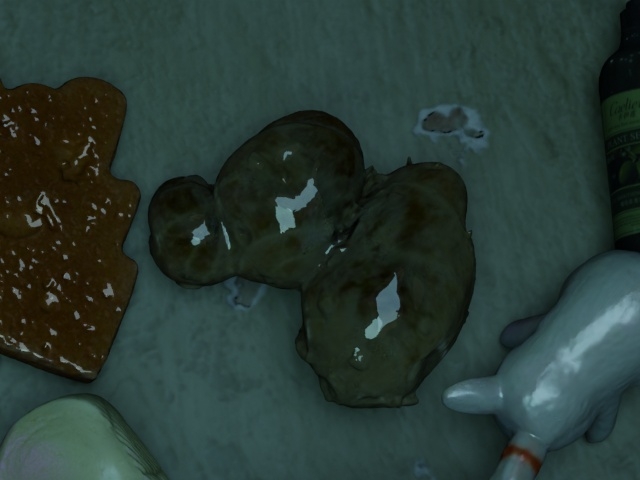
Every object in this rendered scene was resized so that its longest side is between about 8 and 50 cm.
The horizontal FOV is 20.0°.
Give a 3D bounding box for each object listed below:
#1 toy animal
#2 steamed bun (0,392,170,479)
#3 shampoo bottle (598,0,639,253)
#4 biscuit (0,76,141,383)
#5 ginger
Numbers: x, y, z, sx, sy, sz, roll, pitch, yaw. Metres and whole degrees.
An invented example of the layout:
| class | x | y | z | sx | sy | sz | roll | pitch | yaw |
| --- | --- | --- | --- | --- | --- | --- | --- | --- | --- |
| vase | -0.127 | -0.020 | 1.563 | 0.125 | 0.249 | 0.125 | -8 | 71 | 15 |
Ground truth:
| class | x | y | z | sx | sy | sz | roll | pitch | yaw |
| --- | --- | --- | --- | --- | --- | --- | --- | --- | --- |
| toy animal | 0.214 | 0.129 | 1.657 | 0.282 | 0.138 | 0.140 | -44 | 79 | -9 |
| steamed bun | -0.189 | 0.254 | 1.535 | 0.152 | 0.170 | 0.238 | -31 | 83 | -1 |
| shampoo bottle | 0.323 | -0.113 | 1.746 | 0.101 | 0.101 | 0.284 | -1 | 76 | -10 |
| biscuit | -0.271 | -0.010 | 1.632 | 0.284 | 0.043 | 0.306 | -20 | 83 | -27 |
| ginger | 0.000 | 0.000 | 1.647 | 0.304 | 0.155 | 0.244 | 31 | 80 | 7 |
